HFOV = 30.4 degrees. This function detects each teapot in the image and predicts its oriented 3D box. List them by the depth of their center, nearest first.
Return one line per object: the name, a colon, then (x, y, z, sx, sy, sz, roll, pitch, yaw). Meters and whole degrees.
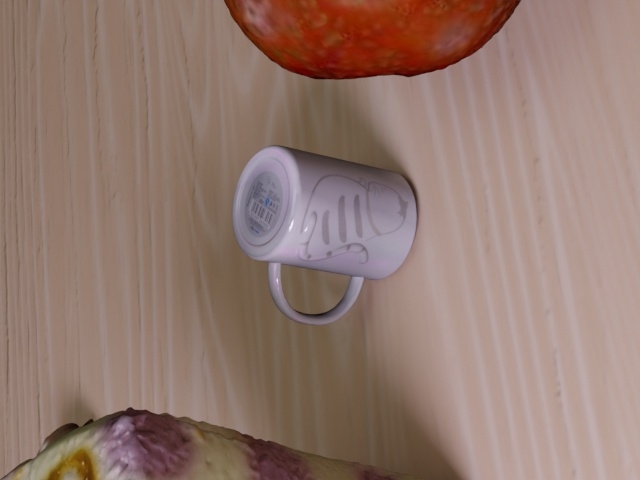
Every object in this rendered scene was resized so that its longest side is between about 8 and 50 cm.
teapot: (-0.271, 0.254, 1.323, 0.080, 0.085, 0.110, 32, 136, 25)

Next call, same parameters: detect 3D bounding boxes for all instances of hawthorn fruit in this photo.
hawthorn fruit: (0.041, -0.301, 0.879, 0.284, 0.285, 0.368, 51, 154, 43)

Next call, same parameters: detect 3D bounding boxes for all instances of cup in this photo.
cup: (0.006, -0.006, 1.001, 0.099, 0.133, 0.136, -32, 57, 44)

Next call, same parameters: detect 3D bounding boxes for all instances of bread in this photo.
bread: (-0.048, 0.233, 0.847, 0.187, 0.338, 0.155, -34, 49, 39)
